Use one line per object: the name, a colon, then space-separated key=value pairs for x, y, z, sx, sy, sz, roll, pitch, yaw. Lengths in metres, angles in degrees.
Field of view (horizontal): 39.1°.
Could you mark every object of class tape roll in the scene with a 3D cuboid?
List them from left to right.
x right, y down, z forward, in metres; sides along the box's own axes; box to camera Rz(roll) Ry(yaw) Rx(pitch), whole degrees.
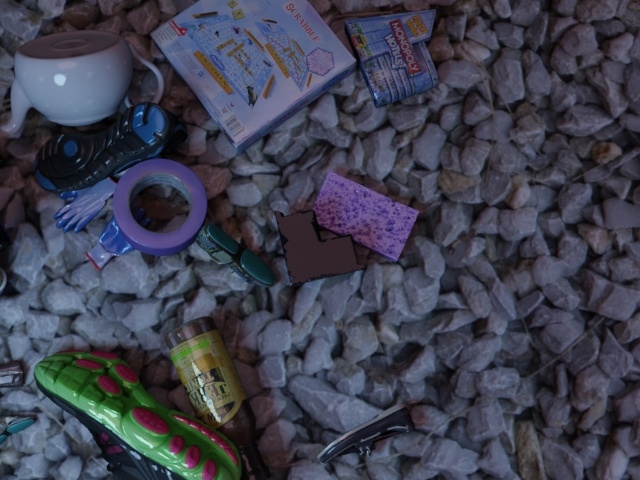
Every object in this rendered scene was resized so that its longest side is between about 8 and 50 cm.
tape roll: x=-0.328 y=-0.067 z=1.847 sx=0.189 sy=0.080 sz=0.188 roll=2 pitch=76 yaw=-8

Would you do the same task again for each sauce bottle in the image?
sauce bottle: x=-0.195 y=0.320 z=1.773 sx=0.111 sy=0.111 sz=0.344 roll=-26 pitch=80 yaw=-4

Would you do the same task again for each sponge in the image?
sponge: x=0.088 y=-0.051 z=1.881 sx=0.210 sy=0.031 sz=0.117 roll=25 pitch=80 yaw=5

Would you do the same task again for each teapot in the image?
teapot: x=-0.495 y=-0.318 z=1.861 sx=0.256 sy=0.252 sz=0.187 roll=8 pitch=121 yaw=21

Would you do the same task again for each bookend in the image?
bookend: x=0.000 y=0.000 z=1.833 sx=0.156 sy=0.072 sz=0.157 roll=-13 pitch=89 yaw=3

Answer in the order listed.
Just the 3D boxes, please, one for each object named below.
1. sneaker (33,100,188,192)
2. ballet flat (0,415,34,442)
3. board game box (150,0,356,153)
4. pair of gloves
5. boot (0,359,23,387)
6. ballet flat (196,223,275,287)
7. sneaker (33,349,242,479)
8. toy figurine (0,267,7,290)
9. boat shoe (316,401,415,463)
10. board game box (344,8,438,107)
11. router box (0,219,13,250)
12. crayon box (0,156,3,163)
sneaker: x=-0.433 y=-0.178 z=1.868 sx=0.341 sy=0.140 sz=0.125 roll=-17 pitch=82 yaw=18
ballet flat: x=-0.629 y=0.375 z=1.803 sx=0.114 sy=0.041 sz=0.041 roll=-33 pitch=81 yaw=-6
board game box: x=-0.143 y=-0.403 z=1.931 sx=0.318 sy=0.066 sz=0.318 roll=-36 pitch=81 yaw=-6
pair of gloves: x=-0.461 y=-0.046 z=1.888 sx=0.159 sy=0.023 sz=0.198 roll=-43 pitch=83 yaw=-7
boot: x=-0.658 y=0.252 z=1.825 sx=0.114 sy=0.037 sz=0.106 roll=-10 pitch=93 yaw=2
ballet flat: x=-0.177 y=0.038 z=1.847 sx=0.188 sy=0.070 sz=0.070 roll=43 pitch=82 yaw=-13
sneaker: x=-0.377 y=0.376 z=1.719 sx=0.483 sy=0.185 sz=0.202 roll=33 pitch=113 yaw=22
toy figurine: x=-0.768 y=0.086 z=1.810 sx=0.213 sy=0.148 sz=0.209 roll=37 pitch=88 yaw=5
boat shoe: x=0.092 y=0.393 z=1.776 sx=0.206 sy=0.075 sz=0.065 roll=-28 pitch=77 yaw=-9
board game box: x=0.175 y=-0.410 z=1.934 sx=0.194 sy=0.060 sz=0.194 roll=-21 pitch=80 yaw=-3
router box: x=-0.742 y=0.041 z=1.617 sx=0.309 sy=0.243 sz=0.081 roll=-31 pitch=85 yaw=-1
crayon box: x=-0.851 y=-0.244 z=1.898 sx=0.203 sy=0.083 sz=0.323 roll=-36 pitch=81 yaw=-6
